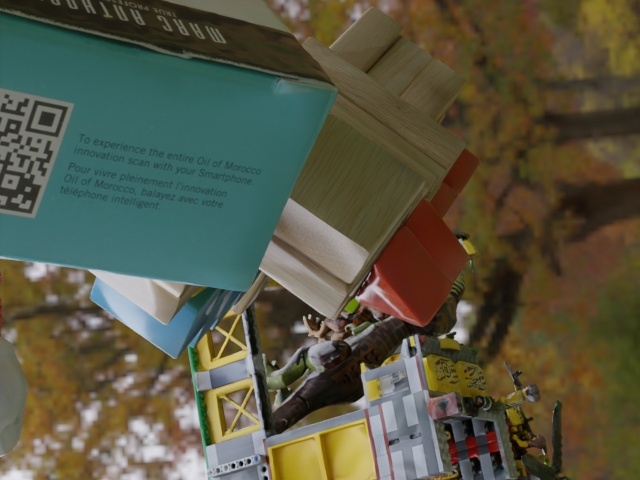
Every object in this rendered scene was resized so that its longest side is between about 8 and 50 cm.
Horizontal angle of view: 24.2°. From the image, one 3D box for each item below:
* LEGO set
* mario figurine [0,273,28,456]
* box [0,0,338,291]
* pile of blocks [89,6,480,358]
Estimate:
[{"bbox_3d":[0.064,0.077,0.981,0.331,0.192,0.254,28,-131,-50],"label":"LEGO set"},{"bbox_3d":[-0.213,0.008,0.652,0.198,0.320,0.170,-2,-130,-53],"label":"mario figurine"},{"bbox_3d":[-0.091,-0.081,0.424,0.060,0.101,0.244,-66,32,23],"label":"box"},{"bbox_3d":[0.000,0.000,0.628,0.149,0.113,0.362,-56,-5,16],"label":"pile of blocks"}]
